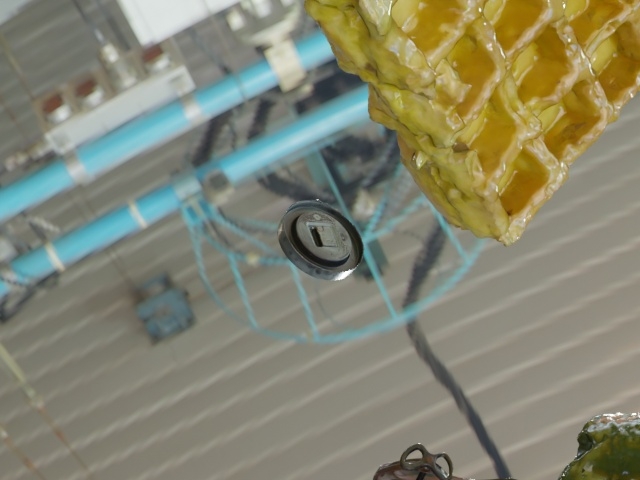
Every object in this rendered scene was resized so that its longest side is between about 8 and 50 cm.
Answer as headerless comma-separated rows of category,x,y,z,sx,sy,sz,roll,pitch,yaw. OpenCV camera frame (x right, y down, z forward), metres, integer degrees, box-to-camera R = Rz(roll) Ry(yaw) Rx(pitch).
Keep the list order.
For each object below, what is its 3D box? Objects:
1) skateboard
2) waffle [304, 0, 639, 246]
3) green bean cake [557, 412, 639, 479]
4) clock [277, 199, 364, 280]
skateboard,0.123,0.227,1.392,0.151,0.080,0.067,16,-126,0
waffle,0.092,-0.145,0.672,0.229,0.219,0.057,-50,-135,-10
green bean cake,0.330,0.321,1.240,0.218,0.319,0.335,-2,-119,51
clock,0.000,0.000,1.423,0.085,0.017,0.085,19,-136,-20
